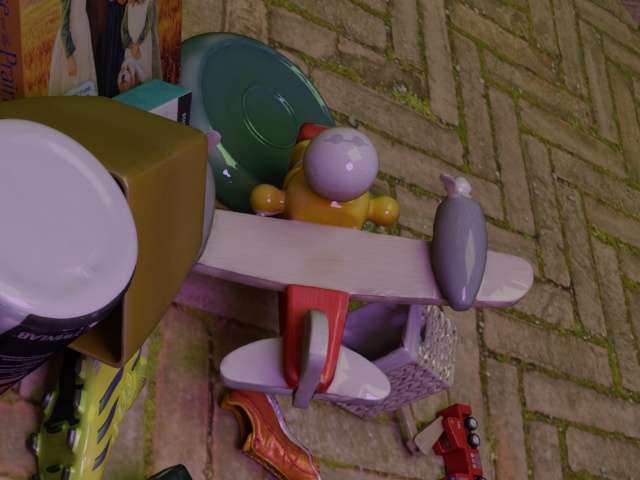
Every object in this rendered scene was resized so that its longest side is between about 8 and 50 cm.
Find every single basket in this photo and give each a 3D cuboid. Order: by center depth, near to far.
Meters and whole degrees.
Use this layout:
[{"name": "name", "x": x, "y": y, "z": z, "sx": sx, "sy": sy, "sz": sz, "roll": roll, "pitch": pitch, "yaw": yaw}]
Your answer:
[{"name": "basket", "x": 0.086, "y": 0.149, "z": 1.461, "sx": 0.103, "sy": 0.167, "sz": 0.113, "roll": 38, "pitch": 43, "yaw": -28}]

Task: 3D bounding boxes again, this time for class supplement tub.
[{"name": "supplement tub", "x": -0.319, "y": 0.046, "z": 1.000, "sx": 0.193, "sy": 0.316, "sz": 0.194, "roll": 26, "pitch": 48, "yaw": -33}]

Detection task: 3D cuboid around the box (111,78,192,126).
[{"name": "box", "x": -0.248, "y": -0.105, "z": 1.333, "sx": 0.060, "sy": 0.101, "sz": 0.244, "roll": 22, "pitch": 33, "yaw": 23}]

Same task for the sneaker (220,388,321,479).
[{"name": "sneaker", "x": -0.058, "y": 0.249, "z": 1.343, "sx": 0.067, "sy": 0.064, "sz": 0.175, "roll": -33, "pitch": 84, "yaw": -31}]

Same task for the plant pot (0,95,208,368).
[{"name": "plant pot", "x": -0.225, "y": -0.034, "z": 1.145, "sx": 0.212, "sy": 0.212, "sz": 0.187, "roll": 21, "pitch": 33, "yaw": 22}]

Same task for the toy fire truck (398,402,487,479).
[{"name": "toy fire truck", "x": 0.155, "y": 0.265, "z": 1.544, "sx": 0.135, "sy": 0.047, "sz": 0.192, "roll": 16, "pitch": 55, "yaw": -38}]

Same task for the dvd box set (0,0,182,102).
[{"name": "dvd box set", "x": -0.260, "y": -0.329, "z": 1.285, "sx": 0.062, "sy": 0.420, "sz": 0.307, "roll": 19, "pitch": 33, "yaw": 21}]

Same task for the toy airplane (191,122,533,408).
[{"name": "toy airplane", "x": 0.000, "y": 0.000, "z": 1.310, "sx": 0.386, "sy": 0.272, "sz": 0.384, "roll": -25, "pitch": 53, "yaw": -38}]

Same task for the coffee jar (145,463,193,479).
[{"name": "coffee jar", "x": -0.138, "y": 0.329, "z": 1.166, "sx": 0.079, "sy": 0.096, "sz": 0.184, "roll": -27, "pitch": 84, "yaw": -47}]

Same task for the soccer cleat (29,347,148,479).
[{"name": "soccer cleat", "x": -0.228, "y": 0.155, "z": 1.197, "sx": 0.121, "sy": 0.093, "sz": 0.289, "roll": 30, "pitch": 46, "yaw": -37}]

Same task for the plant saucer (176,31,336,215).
[{"name": "plant saucer", "x": -0.080, "y": -0.166, "z": 1.599, "sx": 0.317, "sy": 0.043, "sz": 0.318, "roll": 26, "pitch": 48, "yaw": -32}]
